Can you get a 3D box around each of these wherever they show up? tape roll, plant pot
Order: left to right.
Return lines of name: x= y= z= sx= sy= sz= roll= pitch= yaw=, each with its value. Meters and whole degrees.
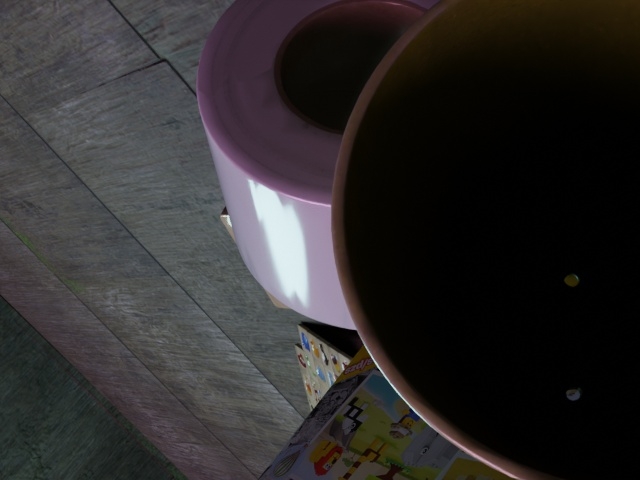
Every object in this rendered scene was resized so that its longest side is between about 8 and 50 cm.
tape roll: x=0.041 y=-0.077 z=0.882 sx=0.246 sy=0.246 sz=0.169 roll=29 pitch=154 yaw=23
plant pot: x=0.165 y=0.024 z=0.666 sx=0.275 sy=0.274 sz=0.293 roll=32 pitch=170 yaw=18

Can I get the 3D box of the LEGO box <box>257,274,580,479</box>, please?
LEGO box: x=0.195 y=0.221 z=1.018 sx=0.193 sy=0.372 sz=0.500 roll=51 pitch=154 yaw=-23

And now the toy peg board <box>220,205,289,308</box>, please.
toy peg board: x=0.000 y=0.000 z=1.312 sx=0.161 sy=0.079 sz=0.161 roll=2 pitch=139 yaw=32

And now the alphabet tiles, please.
alphabet tiles: x=0.019 y=0.220 z=1.571 sx=0.237 sy=0.009 sz=0.198 roll=-155 pitch=50 yaw=-68
